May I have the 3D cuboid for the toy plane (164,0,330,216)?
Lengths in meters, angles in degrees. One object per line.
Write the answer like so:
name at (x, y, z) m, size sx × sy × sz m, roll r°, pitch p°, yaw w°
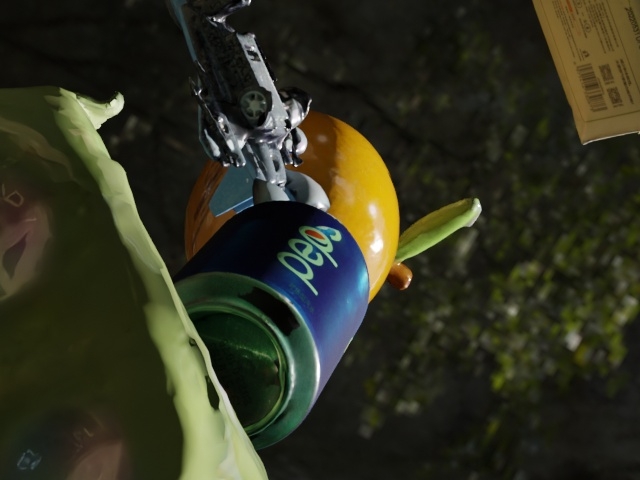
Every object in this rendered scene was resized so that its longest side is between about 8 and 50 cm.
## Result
toy plane at (-0.064, -0.128, 1.347) m, size 0.078 × 0.169 × 0.246 m, roll -16°, pitch -92°, yaw 22°

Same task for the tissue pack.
tissue pack at (0.282, -0.216, 1.656) m, size 0.125 × 0.234 × 0.159 m, roll -23°, pitch -174°, yaw -27°

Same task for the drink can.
drink can at (-0.038, 0.047, 1.160) m, size 0.118 × 0.118 × 0.205 m, roll -49°, pitch -178°, yaw 22°

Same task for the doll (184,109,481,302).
doll at (0.000, 0.000, 1.665) m, size 0.213 × 0.236 × 0.213 m, roll -49°, pitch -151°, yaw 39°

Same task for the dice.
dice at (-0.171, 0.086, 0.867) m, size 0.254 × 0.249 × 0.252 m, roll -21°, pitch 171°, yaw -4°
